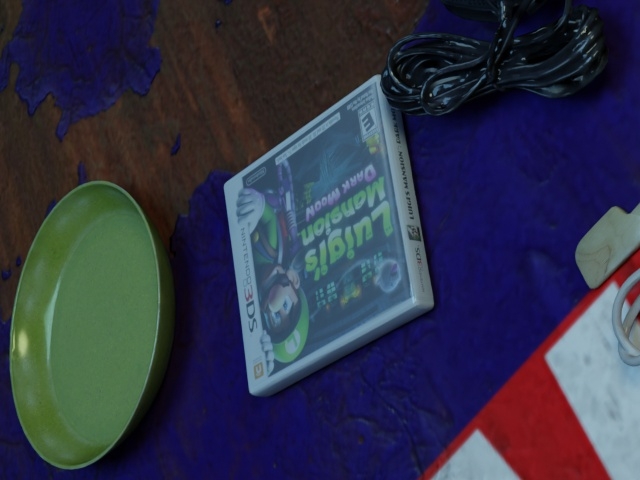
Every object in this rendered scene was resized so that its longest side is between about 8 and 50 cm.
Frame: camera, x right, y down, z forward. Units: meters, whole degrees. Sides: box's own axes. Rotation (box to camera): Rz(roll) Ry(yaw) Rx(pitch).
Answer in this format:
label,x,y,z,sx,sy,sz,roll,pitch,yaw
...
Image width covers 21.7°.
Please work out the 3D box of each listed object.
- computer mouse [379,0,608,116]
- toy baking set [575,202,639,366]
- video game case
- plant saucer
label,x,y,z,sx,sy,sz,roll,pitch,yaw
computer mouse,0.111,-0.219,1.062,0.188,0.072,0.272,-5,90,50
toy baking set,0.230,-0.003,0.882,0.256,0.030,0.196,33,109,50
video game case,0.000,0.000,1.186,0.190,0.022,0.173,-32,58,44
plant saucer,-0.186,0.071,1.398,0.241,0.037,0.241,-17,68,50
